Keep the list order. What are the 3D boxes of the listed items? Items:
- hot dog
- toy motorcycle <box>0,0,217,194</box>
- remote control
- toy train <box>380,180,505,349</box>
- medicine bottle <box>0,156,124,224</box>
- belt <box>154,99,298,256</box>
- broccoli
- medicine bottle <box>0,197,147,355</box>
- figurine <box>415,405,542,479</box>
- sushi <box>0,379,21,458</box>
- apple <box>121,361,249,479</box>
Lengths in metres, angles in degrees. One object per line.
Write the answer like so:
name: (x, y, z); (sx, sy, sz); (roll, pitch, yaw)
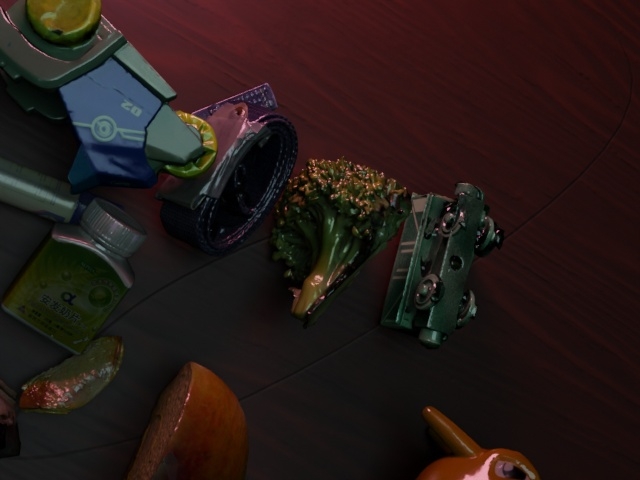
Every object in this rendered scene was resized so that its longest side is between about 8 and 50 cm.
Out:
hot dog: (-0.339, 0.198, 1.327); (0.169, 0.061, 0.078); (-32, 60, -26)
toy motorcycle: (-0.303, -0.178, 1.282); (0.200, 0.191, 0.326); (-42, 89, -14)
remote control: (-0.139, -0.198, 1.469); (0.152, 0.027, 0.043); (-24, 91, -24)
toy train: (0.194, 0.043, 1.516); (0.115, 0.154, 0.269); (19, 78, -19)
medicine bottle: (-0.391, -0.065, 1.332); (0.231, 0.059, 0.059); (23, 77, -19)
belt: (-0.141, -0.096, 1.398); (0.230, 0.126, 0.139); (-58, 137, -8)
broccoli: (-0.003, -0.016, 1.415); (0.180, 0.242, 0.273); (41, 63, 9)
medicine bottle: (-0.325, 0.041, 1.302); (0.132, 0.088, 0.188); (35, 96, -17)
figurine: (0.174, 0.473, 1.412); (0.401, 0.268, 0.387); (32, 76, -12)
sushi: (-0.529, 0.223, 1.229); (0.272, 0.134, 0.109); (0, 71, -8)
apple: (-0.209, 0.346, 1.322); (0.254, 0.179, 0.346); (45, 66, -54)
